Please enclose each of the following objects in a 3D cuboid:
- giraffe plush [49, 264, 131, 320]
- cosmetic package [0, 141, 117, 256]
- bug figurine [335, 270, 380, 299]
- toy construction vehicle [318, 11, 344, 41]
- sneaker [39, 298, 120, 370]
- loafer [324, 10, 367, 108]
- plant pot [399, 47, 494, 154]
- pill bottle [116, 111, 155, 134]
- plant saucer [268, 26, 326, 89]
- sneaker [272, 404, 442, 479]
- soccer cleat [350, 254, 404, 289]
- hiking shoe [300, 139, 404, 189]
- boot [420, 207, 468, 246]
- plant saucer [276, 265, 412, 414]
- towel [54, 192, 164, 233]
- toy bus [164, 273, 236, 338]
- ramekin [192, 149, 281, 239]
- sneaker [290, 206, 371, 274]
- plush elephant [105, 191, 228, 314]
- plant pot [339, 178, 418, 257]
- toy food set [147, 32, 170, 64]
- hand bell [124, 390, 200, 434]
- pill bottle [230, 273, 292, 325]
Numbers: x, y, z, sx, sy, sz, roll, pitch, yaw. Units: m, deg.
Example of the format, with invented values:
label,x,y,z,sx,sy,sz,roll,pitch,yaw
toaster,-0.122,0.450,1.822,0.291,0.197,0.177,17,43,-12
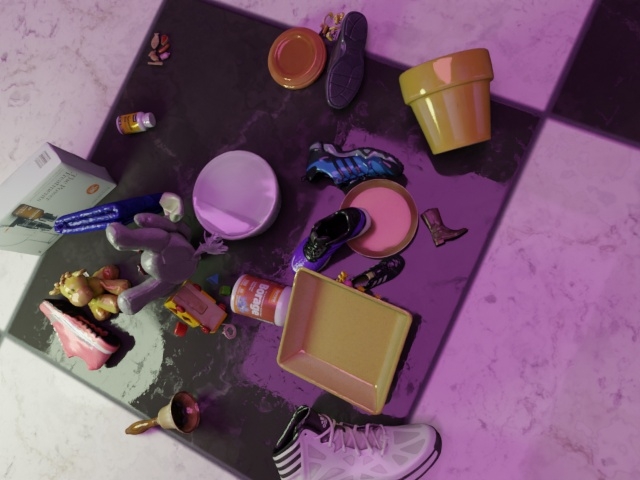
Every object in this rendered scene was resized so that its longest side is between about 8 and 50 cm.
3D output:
label,x,y,z,sx,sy,sz,roll,pitch,yaw
giraffe plush,-0.740,0.150,1.741,0.210,0.170,0.181,27,89,15
cosmetic package,-0.886,-0.118,1.757,0.377,0.284,0.097,-41,77,5
bug figurine,0.089,0.219,1.557,0.279,0.072,0.216,36,124,17
toy construction vehicle,0.030,-0.675,1.728,0.086,0.035,0.098,24,89,57
sneaker,-0.800,0.301,1.763,0.314,0.116,0.136,32,91,15
loafer,0.077,-0.549,1.708,0.109,0.095,0.302,13,89,-16
plant pot,0.369,-0.376,1.534,0.254,0.254,0.239,-15,94,11
pill bottle,-0.617,-0.396,1.848,0.116,0.065,0.065,-8,80,11
plant saucer,-0.079,-0.584,1.750,0.200,0.037,0.200,-1,88,19
sneaker,0.077,0.537,1.442,0.447,0.169,0.257,-24,112,10
soccer cleat,0.162,0.098,1.588,0.179,0.072,0.060,-31,76,7
hiking shoe,0.098,-0.205,1.632,0.304,0.113,0.132,12,81,25
boot,0.356,-0.054,1.587,0.106,0.037,0.114,-24,73,7
plant saucer,0.065,0.259,1.493,0.333,0.081,0.333,22,115,20
towel,-0.627,-0.076,1.683,0.227,0.308,0.076,-14,97,13
toy bus,-0.374,0.214,1.679,0.104,0.191,0.202,-25,71,53
ramekin,-0.244,-0.128,1.689,0.273,0.127,0.273,-2,81,12
sneaker,0.000,-0.001,1.583,0.293,0.146,0.102,-41,72,20
plush elephant,-0.464,0.013,1.616,0.330,0.255,0.272,-18,116,-20
plant pot,0.171,-0.064,1.632,0.236,0.032,0.236,-2,81,14
toy food set,-0.550,-0.655,1.896,0.078,0.019,0.122,8,76,14
hand bell,-0.501,0.554,1.678,0.242,0.126,0.126,-24,77,22
pill bottle,-0.145,0.182,1.623,0.216,0.121,0.121,14,85,15
